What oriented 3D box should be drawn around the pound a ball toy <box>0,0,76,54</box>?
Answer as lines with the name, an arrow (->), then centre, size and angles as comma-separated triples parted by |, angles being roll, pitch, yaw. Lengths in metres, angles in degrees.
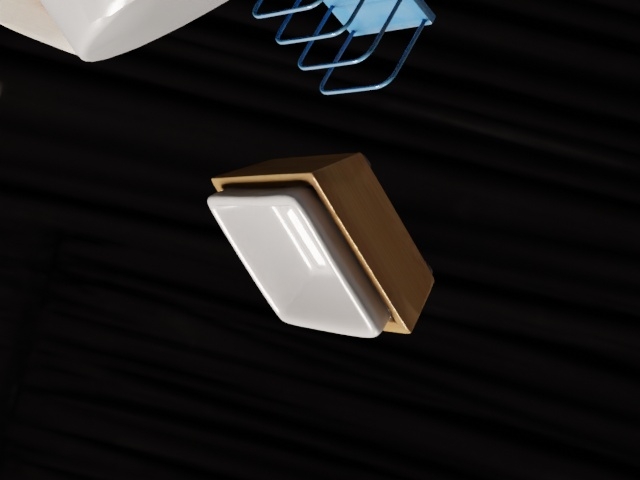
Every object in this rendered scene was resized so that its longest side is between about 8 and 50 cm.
pound a ball toy -> -0.208, -0.279, 1.146 | 0.319, 0.208, 0.136 | -54, 34, 26

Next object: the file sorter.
file sorter -> 0.008, -0.241, 1.479 | 0.118, 0.170, 0.104 | 0, 53, 47

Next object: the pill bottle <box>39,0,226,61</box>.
pill bottle -> -0.132, -0.282, 0.676 | 0.210, 0.363, 0.210 | -32, 1, 1

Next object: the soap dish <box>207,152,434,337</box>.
soap dish -> 0.000, 0.000, 1.803 | 0.118, 0.229, 0.291 | -38, 17, -22
